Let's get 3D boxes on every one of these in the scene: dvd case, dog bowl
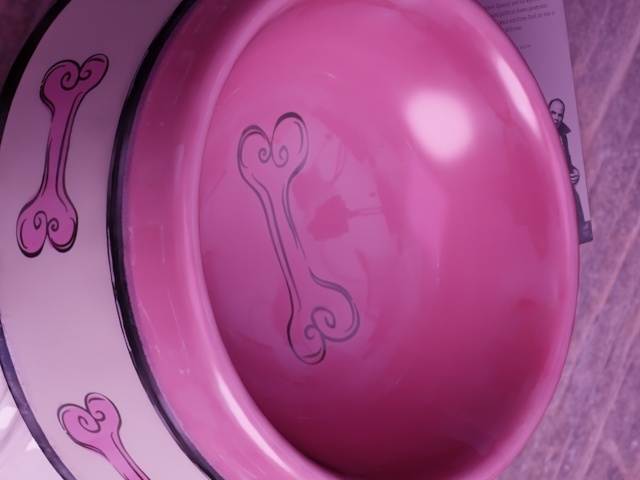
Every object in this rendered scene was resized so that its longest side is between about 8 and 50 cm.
[{"bbox_3d":[0.108,-0.097,1.322,0.179,0.029,0.238,-13,100,-24],"label":"dvd case"},{"bbox_3d":[0.000,0.000,1.112,0.408,0.150,0.407,5,82,-42],"label":"dog bowl"}]

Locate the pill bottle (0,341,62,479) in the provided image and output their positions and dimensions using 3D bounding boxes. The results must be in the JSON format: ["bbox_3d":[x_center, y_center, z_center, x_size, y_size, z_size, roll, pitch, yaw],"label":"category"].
[{"bbox_3d":[-0.281,0.046,1.073,0.302,0.169,0.169,28,83,-25],"label":"pill bottle"}]
